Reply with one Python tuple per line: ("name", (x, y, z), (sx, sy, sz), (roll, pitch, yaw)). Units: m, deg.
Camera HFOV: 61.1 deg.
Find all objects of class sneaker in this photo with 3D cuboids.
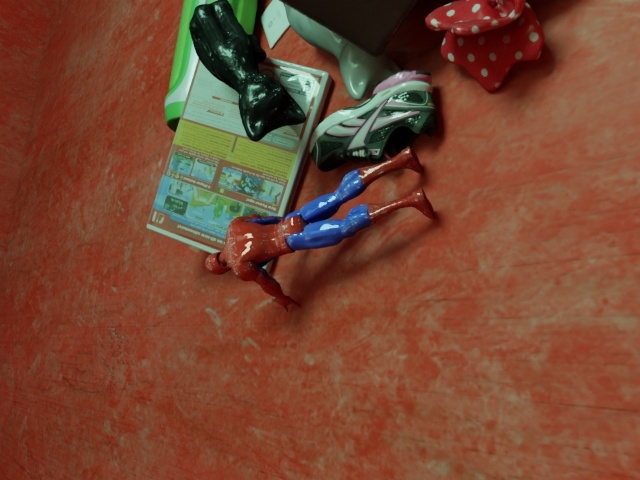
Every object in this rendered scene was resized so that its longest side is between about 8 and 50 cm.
("sneaker", (0.057, -0.116, 0.617), (0.178, 0.072, 0.077), (-30, 68, 45))

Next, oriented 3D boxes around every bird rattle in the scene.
("bird rattle", (0.197, -0.283, 0.505), (0.253, 0.143, 0.207), (-54, 32, 41))

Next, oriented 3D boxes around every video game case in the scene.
("video game case", (-0.120, -0.121, 0.769), (0.204, 0.025, 0.285), (20, 93, 17))

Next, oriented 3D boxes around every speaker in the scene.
("speaker", (-0.174, -0.320, 0.887), (0.131, 0.131, 0.297), (-4, 76, 47))

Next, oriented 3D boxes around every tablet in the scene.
("tablet", (-0.074, -0.356, 0.878), (0.054, 0.006, 0.083), (-41, 51, 33))

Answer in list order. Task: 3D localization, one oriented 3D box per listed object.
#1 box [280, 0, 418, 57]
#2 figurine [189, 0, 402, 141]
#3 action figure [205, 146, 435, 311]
("box", (0.051, -0.340, 0.542), (0.203, 0.167, 0.169), (-48, 21, 48))
("figurine", (-0.028, -0.225, 0.668), (0.214, 0.092, 0.209), (-24, 58, -9))
("action figure", (0.000, 0.000, 0.640), (0.280, 0.139, 0.092), (-19, 60, 19))
